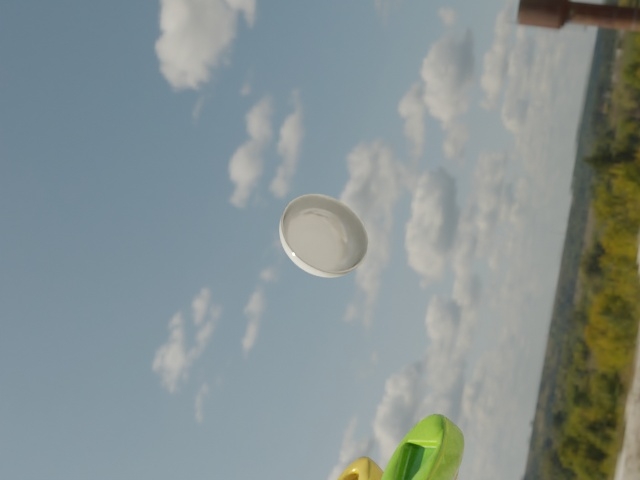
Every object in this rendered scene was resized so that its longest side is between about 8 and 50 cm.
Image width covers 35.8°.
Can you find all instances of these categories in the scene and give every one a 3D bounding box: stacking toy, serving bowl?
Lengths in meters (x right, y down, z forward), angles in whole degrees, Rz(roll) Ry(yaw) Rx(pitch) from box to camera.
[{"bbox_3d":[0.098,0.362,1.110,0.279,0.130,0.309,-48,13,38],"label":"stacking toy"},{"bbox_3d":[0.000,0.000,0.878,0.027,0.083,0.083,-57,8,48],"label":"serving bowl"}]
